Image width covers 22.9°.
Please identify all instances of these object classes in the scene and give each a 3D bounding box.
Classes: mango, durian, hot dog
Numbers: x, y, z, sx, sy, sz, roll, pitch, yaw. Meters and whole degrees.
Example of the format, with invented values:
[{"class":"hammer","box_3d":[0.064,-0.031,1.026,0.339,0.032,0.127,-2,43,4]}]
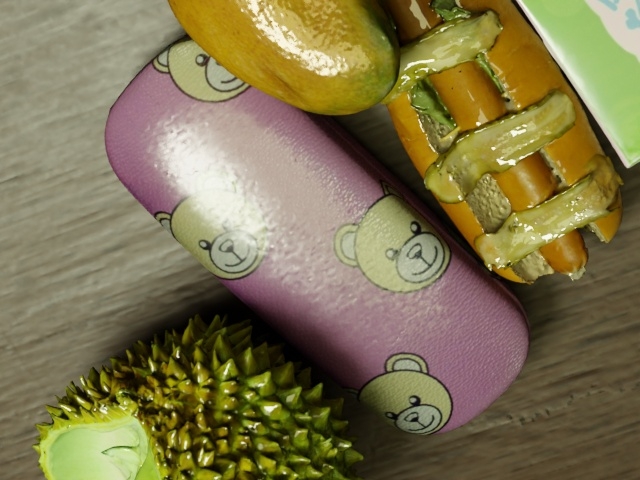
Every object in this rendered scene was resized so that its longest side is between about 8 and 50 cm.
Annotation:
[{"class":"mango","box_3d":[-0.026,-0.140,0.925,0.165,0.089,0.115,50,140,-8]},{"class":"durian","box_3d":[-0.073,0.153,1.027,0.177,0.237,0.200,-11,77,-30]},{"class":"hot dog","box_3d":[0.097,-0.085,0.979,0.109,0.072,0.269,-29,109,14]}]

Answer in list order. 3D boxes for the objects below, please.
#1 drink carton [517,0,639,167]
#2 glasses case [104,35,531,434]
[{"class":"drink carton","box_3d":[0.248,-0.179,0.898,0.271,0.108,0.161,-32,101,18]},{"class":"glasses case","box_3d":[0.000,0.000,1.020,0.316,0.076,0.123,43,107,-11]}]
